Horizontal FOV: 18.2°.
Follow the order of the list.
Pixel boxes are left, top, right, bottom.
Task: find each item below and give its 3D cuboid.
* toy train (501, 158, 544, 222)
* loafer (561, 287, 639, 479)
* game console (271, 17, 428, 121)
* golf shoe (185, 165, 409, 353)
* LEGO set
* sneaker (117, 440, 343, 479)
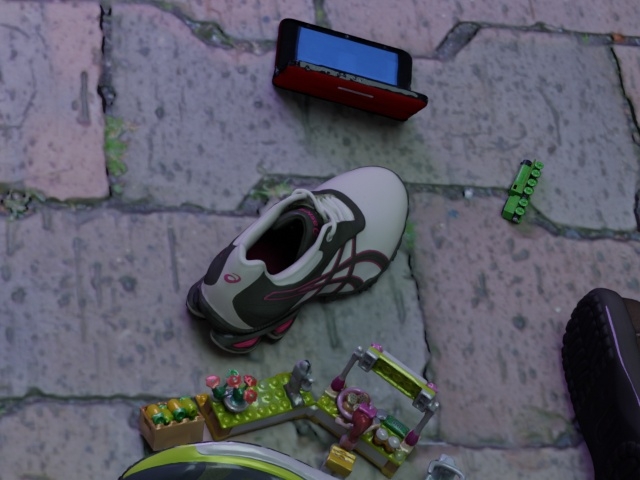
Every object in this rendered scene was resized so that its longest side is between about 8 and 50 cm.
[{"bbox_3d":[0.201,-0.051,1.987,0.024,0.017,0.083,21,51,7],"label":"toy train"},{"bbox_3d":[0.319,0.201,1.784,0.130,0.134,0.366,5,56,-18],"label":"loafer"},{"bbox_3d":[0.032,-0.178,1.969,0.144,0.124,0.085,14,80,-11],"label":"game console"},{"bbox_3d":[0.000,0.000,1.811,0.105,0.120,0.273,42,51,12],"label":"golf shoe"},{"bbox_3d":[-0.005,0.145,1.715,0.287,0.107,0.132,19,52,-9],"label":"LEGO set"},{"bbox_3d":[-0.027,0.251,1.638,0.300,0.111,0.121,16,60,-6],"label":"sneaker"}]
